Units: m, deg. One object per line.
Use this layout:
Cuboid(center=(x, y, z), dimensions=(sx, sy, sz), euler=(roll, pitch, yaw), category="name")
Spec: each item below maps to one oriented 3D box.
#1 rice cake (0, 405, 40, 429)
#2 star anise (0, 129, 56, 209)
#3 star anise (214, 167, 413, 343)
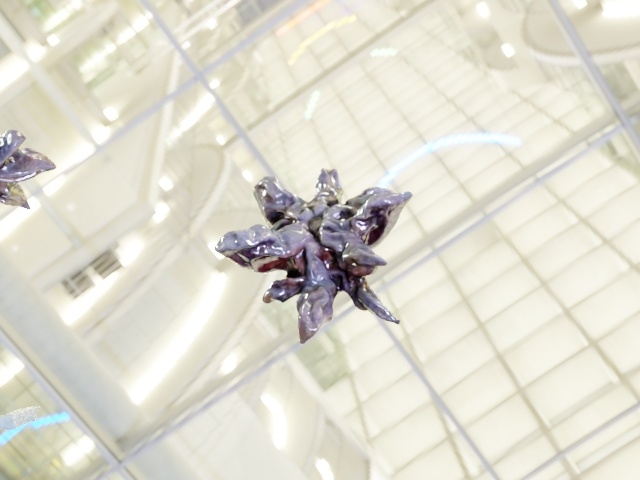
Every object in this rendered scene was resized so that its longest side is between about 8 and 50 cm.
Cuboid(center=(-0.561, 0.333, 2.033), dimensions=(0.042, 0.030, 0.180), euler=(-2, 177, 0), category="rice cake")
Cuboid(center=(-0.516, -0.096, 1.549), dimensions=(0.262, 0.081, 0.230), euler=(-13, 156, -28), category="star anise")
Cuboid(center=(0.004, -0.001, 1.251), dimensions=(0.212, 0.129, 0.282), euler=(1, -144, 13), category="star anise")
